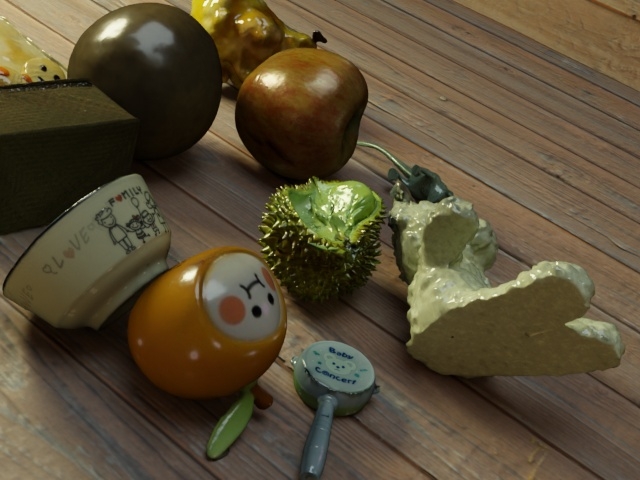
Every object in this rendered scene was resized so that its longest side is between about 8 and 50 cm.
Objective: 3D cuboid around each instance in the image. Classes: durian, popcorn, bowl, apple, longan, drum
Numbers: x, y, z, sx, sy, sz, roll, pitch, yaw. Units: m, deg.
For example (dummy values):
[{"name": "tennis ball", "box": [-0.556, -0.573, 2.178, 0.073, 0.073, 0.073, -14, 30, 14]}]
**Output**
[{"name": "durian", "box": [0.001, 0.000, 1.413, 0.200, 0.176, 0.237, 16, 24, 14]}, {"name": "popcorn", "box": [-0.175, -0.444, 1.966, 0.316, 0.281, 0.297, 49, 9, 20]}, {"name": "bowl", "box": [-0.290, 0.034, 1.170, 0.126, 0.238, 0.238, 48, 34, 1]}, {"name": "apple", "box": [-0.040, -0.252, 1.714, 0.265, 0.264, 0.264, 14, 31, -9]}, {"name": "longan", "box": [-0.312, -0.287, 1.595, 0.298, 0.297, 0.297, 14, 31, -9]}, {"name": "drum", "box": [-0.009, 0.218, 1.178, 0.130, 0.049, 0.253, 27, 31, 13]}]

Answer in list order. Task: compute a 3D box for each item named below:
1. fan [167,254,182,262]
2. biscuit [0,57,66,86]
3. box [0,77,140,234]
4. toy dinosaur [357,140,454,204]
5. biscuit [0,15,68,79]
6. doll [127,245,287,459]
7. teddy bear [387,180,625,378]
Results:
[{"name": "fan", "box": [-0.250, 0.016, 1.364, 0.083, 0.004, 0.056, 26, 29, 4]}, {"name": "biscuit", "box": [-0.509, -0.239, 1.522, 0.153, 0.030, 0.234, 43, 40, -24]}, {"name": "box", "box": [-0.444, -0.136, 1.371, 0.143, 0.184, 0.273, 37, 35, 30]}, {"name": "toy dinosaur", "box": [0.179, -0.143, 1.821, 0.383, 0.076, 0.129, 45, 7, 27]}, {"name": "biscuit", "box": [-0.673, -0.305, 1.569, 0.429, 0.104, 0.446, 36, 34, 1]}, {"name": "doll", "box": [-0.131, 0.135, 1.137, 0.213, 0.213, 0.236, -34, 98, -54]}, {"name": "teddy bear", "box": [0.266, 0.029, 1.391, 0.327, 0.376, 0.362, 51, 37, -32]}]
